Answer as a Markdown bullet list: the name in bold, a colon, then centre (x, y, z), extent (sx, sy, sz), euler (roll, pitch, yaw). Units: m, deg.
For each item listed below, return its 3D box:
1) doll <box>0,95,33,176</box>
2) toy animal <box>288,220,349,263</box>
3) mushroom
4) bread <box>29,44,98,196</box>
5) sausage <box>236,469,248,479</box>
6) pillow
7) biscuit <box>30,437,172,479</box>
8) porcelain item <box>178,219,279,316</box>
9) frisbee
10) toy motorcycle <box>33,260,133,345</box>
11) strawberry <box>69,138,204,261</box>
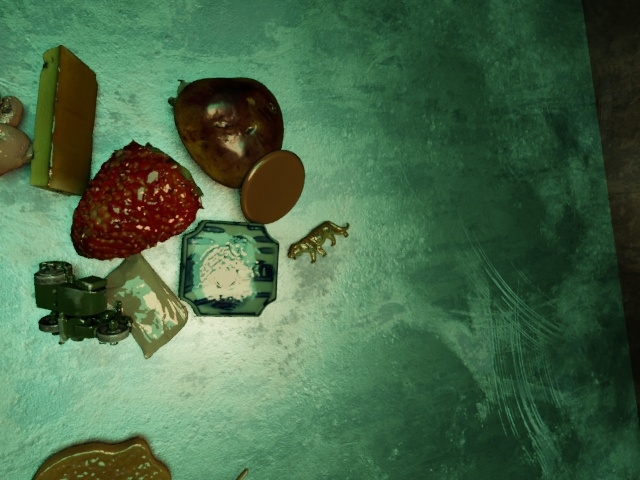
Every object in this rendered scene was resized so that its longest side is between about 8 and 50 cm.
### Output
- **doll**: centre (-0.844, -0.305, 0.987), extent (0.201, 0.156, 0.303), euler (-25, 93, -20)
- **toy animal**: centre (0.000, 0.000, 1.353), extent (0.241, 0.057, 0.099), euler (-40, 102, -18)
- **mushroom**: centre (-0.271, -0.340, 1.204), extent (0.345, 0.260, 0.345), euler (-15, 112, -43)
- **bread**: centre (-0.666, -0.302, 1.059), extent (0.077, 0.138, 0.361), euler (2, 86, 9)
- **sausage**: centre (-0.256, 0.744, 1.241), extent (0.100, 0.015, 0.015), euler (-46, 104, -16)
- **pillow**: centre (-0.504, 0.178, 1.142), extent (0.173, 0.067, 0.270), euler (-40, 100, -19)
- **biscuit**: centre (-0.589, 0.733, 1.085), extent (0.365, 0.062, 0.385), euler (-6, 90, -24)
- **porcelain item**: centre (-0.268, 0.084, 1.193), extent (0.282, 0.157, 0.285), euler (6, 86, -22)
- **frisbee**: centre (-0.139, -0.157, 1.238), extent (0.251, 0.021, 0.250), euler (-32, 142, -30)
- **toy motorcycle**: centre (-0.608, 0.160, 1.035), extent (0.275, 0.127, 0.205), euler (7, 102, 8)
- **strawberry**: centre (-0.487, -0.083, 1.048), extent (0.292, 0.292, 0.343), euler (46, 70, -14)
